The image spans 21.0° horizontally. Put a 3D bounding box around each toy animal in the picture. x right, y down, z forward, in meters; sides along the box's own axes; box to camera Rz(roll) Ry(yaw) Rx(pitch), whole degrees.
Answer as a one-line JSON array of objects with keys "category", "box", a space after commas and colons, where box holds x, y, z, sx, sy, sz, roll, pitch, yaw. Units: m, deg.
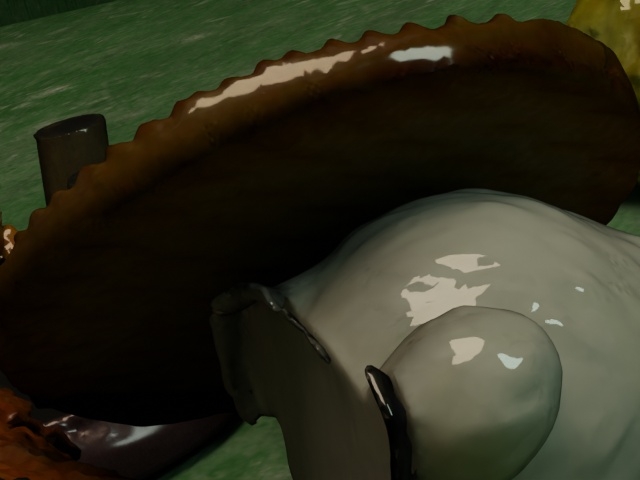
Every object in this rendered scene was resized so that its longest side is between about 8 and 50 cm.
[{"category": "toy animal", "box": [0.145, 0.058, 0.745, 0.357, 0.194, 0.258, -13, 5, -19]}]

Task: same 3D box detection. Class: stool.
[{"category": "stool", "box": [-0.189, 0.045, 1.075, 0.272, 0.178, 0.272, -14, 18, 4]}]

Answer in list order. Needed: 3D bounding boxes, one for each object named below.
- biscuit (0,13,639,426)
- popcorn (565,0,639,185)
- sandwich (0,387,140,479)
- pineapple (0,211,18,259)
[{"category": "biscuit", "box": [0.000, 0.000, 0.792, 0.318, 0.040, 0.318, -18, -23, -8]}, {"category": "popcorn", "box": [0.289, -0.155, 1.254, 0.266, 0.192, 0.233, -42, 31, -20]}, {"category": "sandwich", "box": [-0.176, 0.151, 0.787, 0.250, 0.162, 0.301, 15, -1, -3]}, {"category": "pineapple", "box": [-0.396, 0.036, 1.249, 0.344, 0.209, 0.286, -10, 17, 15]}]
